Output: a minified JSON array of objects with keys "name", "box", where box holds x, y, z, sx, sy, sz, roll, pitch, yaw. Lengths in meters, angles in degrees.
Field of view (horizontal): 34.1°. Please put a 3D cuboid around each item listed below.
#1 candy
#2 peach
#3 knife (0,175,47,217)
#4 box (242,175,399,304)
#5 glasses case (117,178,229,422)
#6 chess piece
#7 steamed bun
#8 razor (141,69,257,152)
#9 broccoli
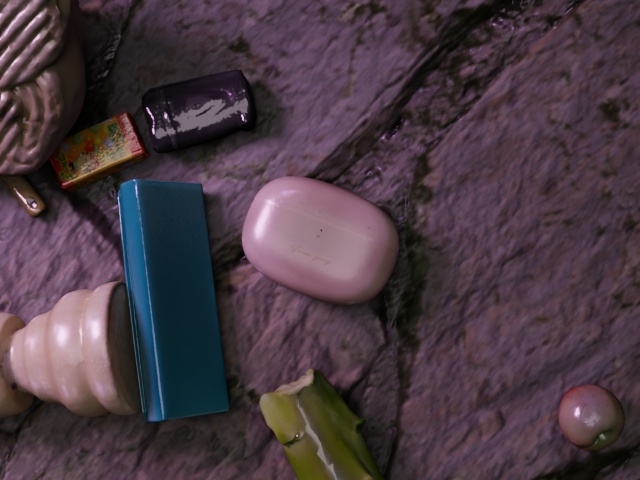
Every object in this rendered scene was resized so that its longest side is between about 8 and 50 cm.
[{"name":"candy","box":[-0.296,-0.117,1.391,0.122,0.038,0.062,-24,82,0]},{"name":"peach","box":[0.334,0.218,1.296,0.083,0.083,0.083,0,83,3]},{"name":"knife","box":[-0.457,-0.151,1.415,0.047,0.017,0.298,-40,79,-4]},{"name":"box","box":[0.000,0.000,1.335,0.200,0.088,0.146,22,86,5]},{"name":"glasses case","box":[-0.194,0.076,1.328,0.070,0.117,0.300,-12,81,39]},{"name":"chess piece","box":[-0.378,0.156,1.317,0.300,0.167,0.167,-10,83,9]},{"name":"steamed bun","box":[-0.454,-0.254,1.311,0.324,0.219,0.309,5,121,-7]},{"name":"razor","box":[-0.159,-0.172,1.381,0.148,0.054,0.090,-15,83,0]},{"name":"broccoli","box":[0.100,0.345,1.251,0.353,0.275,0.396,7,62,-13]}]
